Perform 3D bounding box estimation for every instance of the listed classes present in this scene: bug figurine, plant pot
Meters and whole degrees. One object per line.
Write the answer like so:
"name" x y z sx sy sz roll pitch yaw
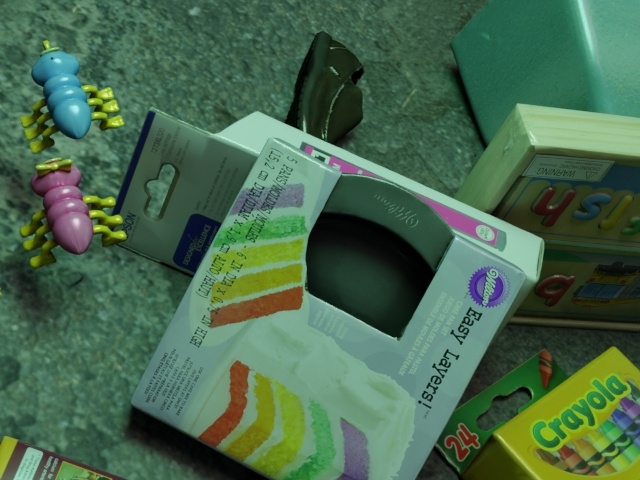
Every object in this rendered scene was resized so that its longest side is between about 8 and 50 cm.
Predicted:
"bug figurine" -0.291 -0.053 1.153 0.279 0.072 0.216 -22 69 -13
"plant pot" 0.325 -0.159 1.506 0.248 0.247 0.252 2 66 -25

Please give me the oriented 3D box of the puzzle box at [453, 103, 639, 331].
"puzzle box" 0.312 -0.005 1.329 0.409 0.272 0.052 4 52 -22

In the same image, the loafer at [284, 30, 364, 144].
"loafer" 0.011 -0.144 1.444 0.078 0.080 0.220 20 44 -7

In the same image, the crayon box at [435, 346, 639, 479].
"crayon box" 0.272 0.231 1.227 0.202 0.081 0.318 -28 66 -40

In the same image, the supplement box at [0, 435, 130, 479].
"supplement box" -0.171 0.235 1.006 0.188 0.081 0.104 22 44 -6

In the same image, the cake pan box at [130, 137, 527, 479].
"cake pan box" 0.009 0.075 1.132 0.246 0.266 0.070 29 4 -2

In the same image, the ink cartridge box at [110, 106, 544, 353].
"ink cartridge box" 0.000 0.000 1.238 0.371 0.175 0.069 22 44 -6
